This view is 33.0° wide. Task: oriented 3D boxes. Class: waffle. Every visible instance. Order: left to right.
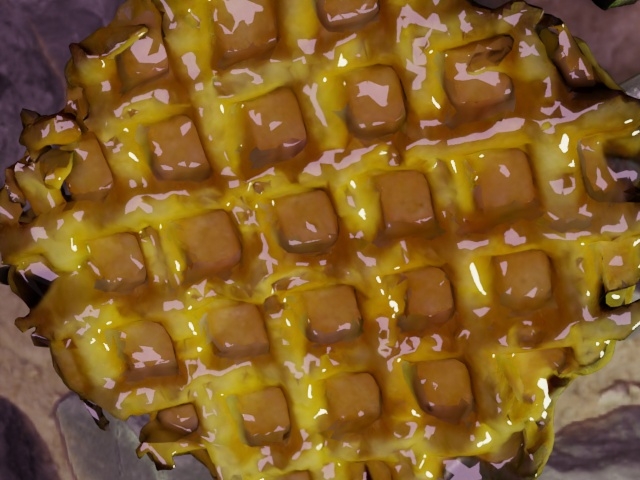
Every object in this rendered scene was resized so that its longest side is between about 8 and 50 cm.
[{"bbox_3d":[0.000,0.000,0.647,0.379,0.095,0.382,34,109,-4],"label":"waffle"}]

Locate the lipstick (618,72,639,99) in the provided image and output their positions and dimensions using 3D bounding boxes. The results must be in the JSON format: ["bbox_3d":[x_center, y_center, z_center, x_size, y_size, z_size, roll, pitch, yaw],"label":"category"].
[{"bbox_3d":[0.155,-0.058,0.686,0.312,0.051,0.051,-30,94,14],"label":"lipstick"}]

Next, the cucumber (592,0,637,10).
[{"bbox_3d":[0.103,-0.265,0.642,0.072,0.072,0.300,-40,91,17],"label":"cucumber"}]
